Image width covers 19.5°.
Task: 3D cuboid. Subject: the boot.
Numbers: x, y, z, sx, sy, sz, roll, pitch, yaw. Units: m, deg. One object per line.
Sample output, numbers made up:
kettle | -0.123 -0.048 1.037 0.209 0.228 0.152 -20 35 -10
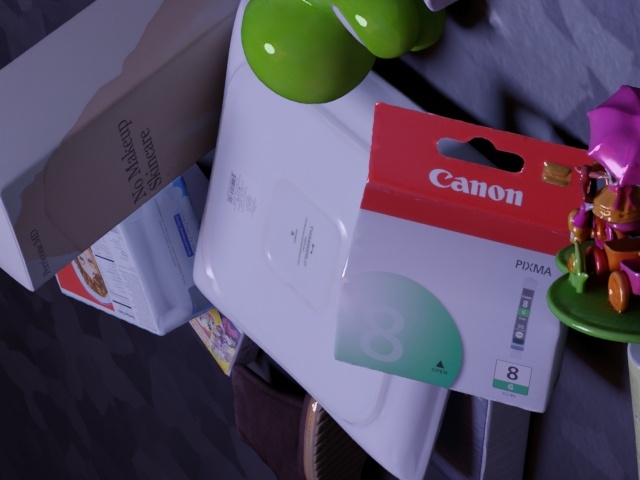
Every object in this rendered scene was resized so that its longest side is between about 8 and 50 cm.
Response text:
boot | -0.035 0.193 1.992 0.207 0.090 0.248 39 150 36

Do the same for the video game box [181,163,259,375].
video game box | -0.127 0.023 2.046 0.205 0.048 0.187 54 151 17

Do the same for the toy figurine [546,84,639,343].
toy figurine | 0.220 -0.035 1.309 0.173 0.130 0.159 -116 23 -66

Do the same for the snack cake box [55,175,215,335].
snack cake box | -0.220 -0.003 2.038 0.264 0.089 0.152 17 131 57

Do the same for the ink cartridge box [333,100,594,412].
ink cartridge box | 0.110 0.017 1.459 0.181 0.056 0.225 14 128 13

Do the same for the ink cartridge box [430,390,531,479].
ink cartridge box | 0.073 0.046 1.676 0.303 0.072 0.307 43 151 34

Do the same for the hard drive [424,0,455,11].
hard drive | 0.011 -0.335 1.313 0.319 0.040 0.210 61 179 18

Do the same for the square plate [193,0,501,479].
square plate | 0.000 0.000 1.639 0.344 0.049 0.347 41 134 34

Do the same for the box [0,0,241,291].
box | -0.199 -0.114 1.704 0.121 0.311 0.148 34 153 30

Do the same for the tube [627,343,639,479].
tube | 0.275 0.165 1.440 0.070 0.062 0.240 -84 -15 -50

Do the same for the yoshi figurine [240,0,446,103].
yoshi figurine | -0.057 -0.248 1.500 0.362 0.203 0.203 49 165 19
